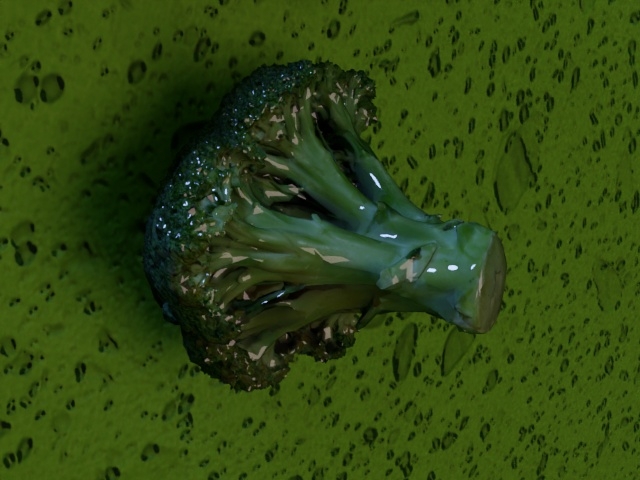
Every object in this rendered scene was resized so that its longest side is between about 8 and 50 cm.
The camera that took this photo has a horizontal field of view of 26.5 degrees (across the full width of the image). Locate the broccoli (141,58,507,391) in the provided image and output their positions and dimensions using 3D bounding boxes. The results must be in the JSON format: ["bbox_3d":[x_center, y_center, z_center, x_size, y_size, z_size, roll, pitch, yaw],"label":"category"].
[{"bbox_3d":[0.000,0.000,0.969,0.269,0.269,0.254,-21,122,-43],"label":"broccoli"}]
